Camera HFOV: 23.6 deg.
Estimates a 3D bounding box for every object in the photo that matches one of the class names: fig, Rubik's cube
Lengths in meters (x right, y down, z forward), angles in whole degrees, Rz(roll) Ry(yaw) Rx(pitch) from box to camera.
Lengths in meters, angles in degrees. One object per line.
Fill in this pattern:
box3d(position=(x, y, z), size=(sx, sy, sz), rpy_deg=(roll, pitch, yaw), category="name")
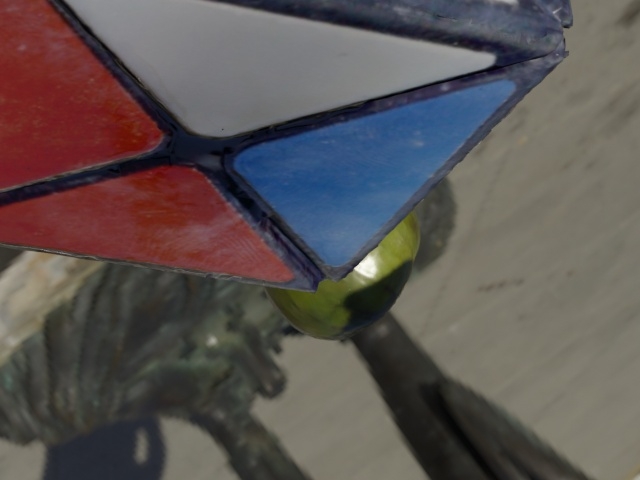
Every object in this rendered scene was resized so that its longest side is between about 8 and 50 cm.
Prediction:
box3d(position=(0.000, 0.000, 1.776), size=(0.203, 0.225, 0.203), rpy_deg=(-49, -177, 4), category="fig")
box3d(position=(-0.078, -0.177, 0.842), size=(0.307, 0.310, 0.305), rpy_deg=(9, 150, -22), category="Rubik's cube")
